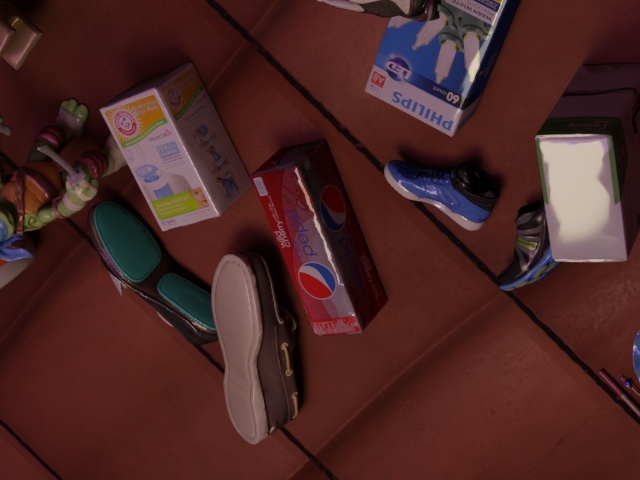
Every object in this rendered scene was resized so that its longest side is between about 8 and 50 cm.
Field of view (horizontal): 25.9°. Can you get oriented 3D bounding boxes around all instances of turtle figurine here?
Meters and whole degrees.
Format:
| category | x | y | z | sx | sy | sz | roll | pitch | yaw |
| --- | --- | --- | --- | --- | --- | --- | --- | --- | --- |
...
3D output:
| category | x | y | z | sx | sy | sz | roll | pitch | yaw |
| --- | --- | --- | --- | --- | --- | --- | --- | --- | --- |
| turtle figurine | -0.385 | -0.129 | 1.971 | 0.197 | 0.266 | 0.275 | 2 | 119 | 29 |

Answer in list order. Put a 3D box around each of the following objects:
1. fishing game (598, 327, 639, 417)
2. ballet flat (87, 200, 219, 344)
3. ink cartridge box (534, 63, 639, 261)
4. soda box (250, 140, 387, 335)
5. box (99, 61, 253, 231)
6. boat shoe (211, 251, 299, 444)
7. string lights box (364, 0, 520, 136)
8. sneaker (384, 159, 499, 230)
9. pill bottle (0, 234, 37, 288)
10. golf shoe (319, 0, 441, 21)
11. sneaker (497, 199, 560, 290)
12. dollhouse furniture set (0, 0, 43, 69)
| category | x | y | z | sx | sy | sz | roll | pitch | yaw |
| --- | --- | --- | --- | --- | --- | --- | --- | --- | --- |
| fishing game | 0.492 | 0.167 | 1.798 | 0.189 | 0.041 | 0.264 | 47 | 130 | 0 |
| ballet flat | -0.263 | 0.063 | 2.134 | 0.280 | 0.095 | 0.096 | 45 | 141 | -1 |
| ink cartridge box | 0.328 | -0.095 | 1.619 | 0.092 | 0.219 | 0.160 | 0 | 118 | 26 |
| soda box | 0.000 | 0.000 | 1.942 | 0.083 | 0.092 | 0.263 | -9 | 113 | 32 |
| box | -0.203 | -0.133 | 1.971 | 0.114 | 0.103 | 0.203 | -14 | 110 | 34 |
| boat shoe | -0.089 | 0.152 | 2.082 | 0.116 | 0.096 | 0.324 | 29 | 132 | 47 |
| string lights box | 0.161 | -0.272 | 1.698 | 0.133 | 0.077 | 0.260 | 29 | 128 | 13 |
| sneaker | 0.162 | -0.081 | 1.821 | 0.152 | 0.058 | 0.084 | 32 | 134 | 4 |
| pill bottle | -0.641 | -0.076 | 2.177 | 0.224 | 0.224 | 0.392 | -24 | 104 | 37 |
| golf shoe | 0.037 | -0.324 | 1.652 | 0.273 | 0.120 | 0.105 | 30 | 121 | 59 |
| sneaker | 0.284 | -0.006 | 1.806 | 0.078 | 0.067 | 0.188 | 49 | 135 | 23 |
| dollhouse furniture set | -0.485 | -0.447 | 1.796 | 0.256 | 0.362 | 0.394 | 42 | 110 | 14 |
